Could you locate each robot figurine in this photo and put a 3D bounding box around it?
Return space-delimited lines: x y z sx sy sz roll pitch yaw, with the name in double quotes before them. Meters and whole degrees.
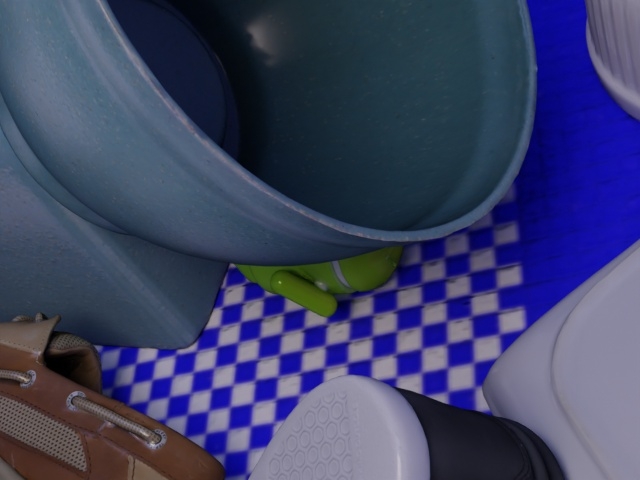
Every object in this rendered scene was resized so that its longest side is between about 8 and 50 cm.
"robot figurine" 0.000 0.000 0.644 0.115 0.067 0.101 -3 52 28

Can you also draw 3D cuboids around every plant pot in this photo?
"plant pot" -0.203 -0.098 0.715 0.247 0.252 0.248 0 56 30
"plant pot" -0.055 -0.111 0.553 0.196 0.293 0.293 -24 42 44

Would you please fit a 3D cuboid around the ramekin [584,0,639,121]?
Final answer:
"ramekin" 0.248 -0.168 0.604 0.207 0.109 0.207 -17 48 19

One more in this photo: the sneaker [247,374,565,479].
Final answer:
"sneaker" 0.003 0.181 0.482 0.296 0.147 0.104 -54 43 27

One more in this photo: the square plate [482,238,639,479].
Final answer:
"square plate" 0.238 0.039 0.389 0.347 0.049 0.344 -42 28 11

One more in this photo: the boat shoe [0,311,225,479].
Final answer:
"boat shoe" -0.183 0.109 0.642 0.324 0.122 0.120 27 66 33
